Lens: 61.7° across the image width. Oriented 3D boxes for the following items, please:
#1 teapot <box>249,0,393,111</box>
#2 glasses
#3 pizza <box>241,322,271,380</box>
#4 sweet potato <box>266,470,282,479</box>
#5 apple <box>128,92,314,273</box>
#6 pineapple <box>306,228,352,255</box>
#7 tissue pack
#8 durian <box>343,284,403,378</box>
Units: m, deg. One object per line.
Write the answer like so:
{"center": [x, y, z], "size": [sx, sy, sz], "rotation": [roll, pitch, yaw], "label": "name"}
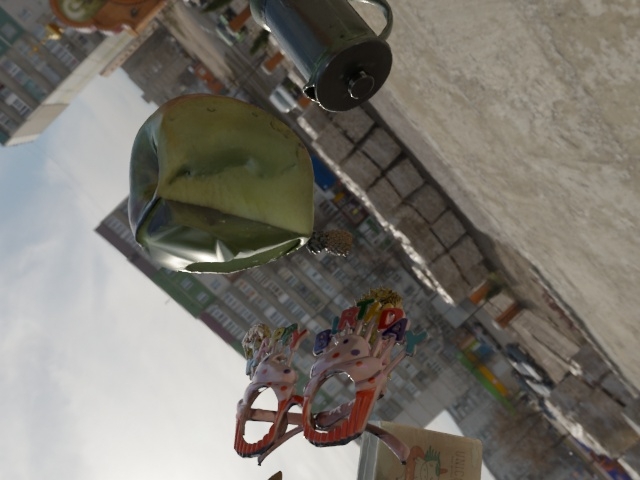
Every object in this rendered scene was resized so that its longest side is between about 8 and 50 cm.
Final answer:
{"center": [0.032, -0.449, 1.155], "size": [0.337, 0.270, 0.200], "rotation": [59, 167, 25], "label": "teapot"}
{"center": [0.009, 0.152, 0.570], "size": [0.095, 0.255, 0.162], "rotation": [41, -137, -37], "label": "glasses"}
{"center": [-0.197, 0.329, 1.551], "size": [0.036, 0.176, 0.184], "rotation": [14, 164, -23], "label": "pizza"}
{"center": [-0.165, 0.754, 1.521], "size": [0.051, 0.218, 0.065], "rotation": [23, 134, 12], "label": "sweet potato"}
{"center": [-0.114, -0.060, 0.612], "size": [0.188, 0.207, 0.174], "rotation": [5, -160, -33], "label": "apple"}
{"center": [0.000, 0.000, 1.376], "size": [0.159, 0.074, 0.074], "rotation": [5, -164, -13], "label": "pineapple"}
{"center": [0.222, 0.496, 1.158], "size": [0.325, 0.170, 0.071], "rotation": [22, 157, -30], "label": "tissue pack"}
{"center": [0.126, 0.216, 1.239], "size": [0.132, 0.182, 0.165], "rotation": [2, -143, -30], "label": "durian"}
